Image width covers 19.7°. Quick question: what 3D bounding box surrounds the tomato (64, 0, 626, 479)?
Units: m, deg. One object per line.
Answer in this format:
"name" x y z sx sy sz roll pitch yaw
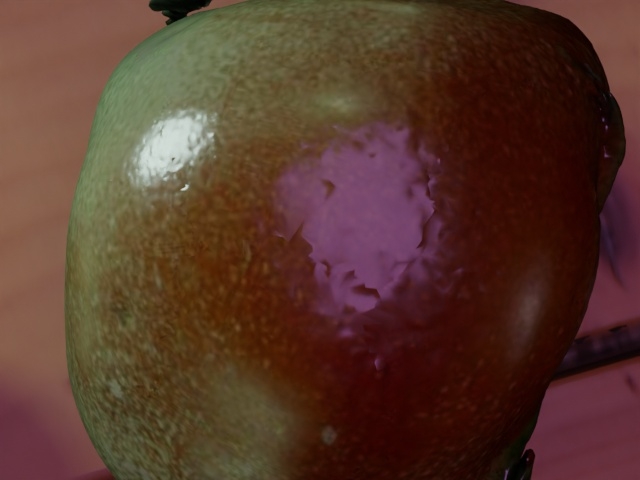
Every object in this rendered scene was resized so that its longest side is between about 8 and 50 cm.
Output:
"tomato" 0.000 0.000 0.881 0.239 0.303 0.303 17 91 -4
